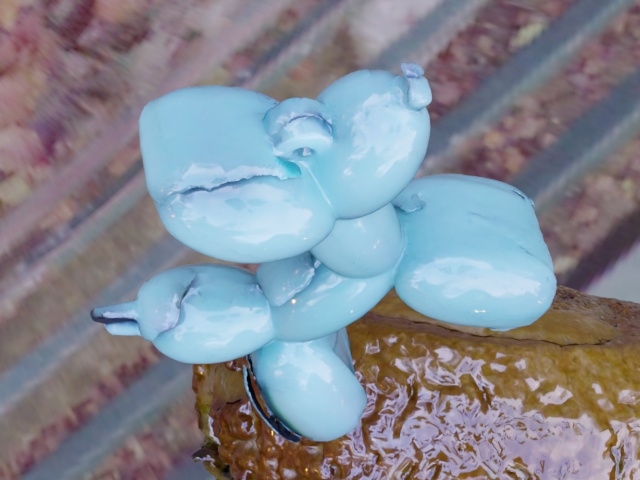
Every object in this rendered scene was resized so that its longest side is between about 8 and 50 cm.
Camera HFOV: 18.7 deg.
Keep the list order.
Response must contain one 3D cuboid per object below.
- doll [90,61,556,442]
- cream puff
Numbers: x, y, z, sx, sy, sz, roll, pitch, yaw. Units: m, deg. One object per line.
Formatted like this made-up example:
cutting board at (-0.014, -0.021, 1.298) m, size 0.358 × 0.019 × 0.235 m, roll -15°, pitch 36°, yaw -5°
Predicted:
doll at (0.000, 0.000, 0.642) m, size 0.159 × 0.059 × 0.159 m, roll 21°, pitch 135°, yaw -39°
cream puff at (0.077, 0.122, 1.079) m, size 0.303 × 0.303 × 0.212 m, roll 5°, pitch 94°, yaw -17°
